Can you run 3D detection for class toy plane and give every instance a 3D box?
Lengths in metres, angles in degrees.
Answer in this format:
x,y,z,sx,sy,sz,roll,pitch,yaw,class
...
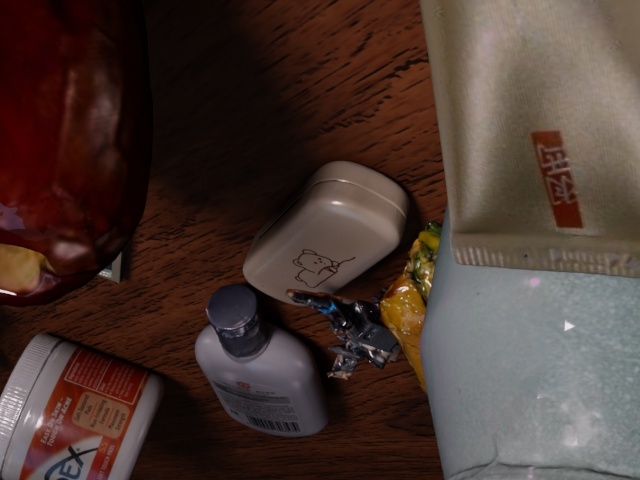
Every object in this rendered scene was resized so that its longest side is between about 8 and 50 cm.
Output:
x,y,z,sx,sy,sz,roll,pitch,yaw,class
0.036,0.070,0.749,0.062,0.135,0.188,48,-163,28,toy plane

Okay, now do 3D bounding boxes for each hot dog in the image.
x,y,z,sx,sy,sz,roll,pitch,yaw,class
0.119,0.088,0.745,0.072,0.115,0.269,23,161,35,hot dog

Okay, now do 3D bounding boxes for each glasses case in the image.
x,y,z,sx,sy,sz,roll,pitch,yaw,class
0.000,0.000,0.728,0.083,0.050,0.196,24,150,-14,glasses case

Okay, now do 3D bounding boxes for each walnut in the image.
x,y,z,sx,sy,sz,roll,pitch,yaw,class
-0.215,-0.088,0.486,0.221,0.269,0.244,-5,166,-28,walnut

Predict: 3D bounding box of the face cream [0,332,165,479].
x,y,z,sx,sy,sz,roll,pitch,yaw,class
-0.328,0.248,1.175,0.187,0.201,0.201,22,150,-6,face cream

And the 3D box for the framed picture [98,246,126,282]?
x,y,z,sx,sy,sz,roll,pitch,yaw,class
-0.295,-0.024,0.885,0.203,0.015,0.150,21,151,-5,framed picture

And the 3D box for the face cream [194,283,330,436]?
x,y,z,sx,sy,sz,roll,pitch,yaw,class
-0.072,0.142,0.985,0.143,0.071,0.291,8,150,15,face cream

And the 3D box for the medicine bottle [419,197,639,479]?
x,y,z,sx,sy,sz,roll,pitch,yaw,class
0.175,0.082,0.527,0.244,0.290,0.245,14,150,8,medicine bottle

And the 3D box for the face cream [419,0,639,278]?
x,y,z,sx,sy,sz,roll,pitch,yaw,class
0.084,-0.120,0.343,0.137,0.084,0.341,3,129,30,face cream
